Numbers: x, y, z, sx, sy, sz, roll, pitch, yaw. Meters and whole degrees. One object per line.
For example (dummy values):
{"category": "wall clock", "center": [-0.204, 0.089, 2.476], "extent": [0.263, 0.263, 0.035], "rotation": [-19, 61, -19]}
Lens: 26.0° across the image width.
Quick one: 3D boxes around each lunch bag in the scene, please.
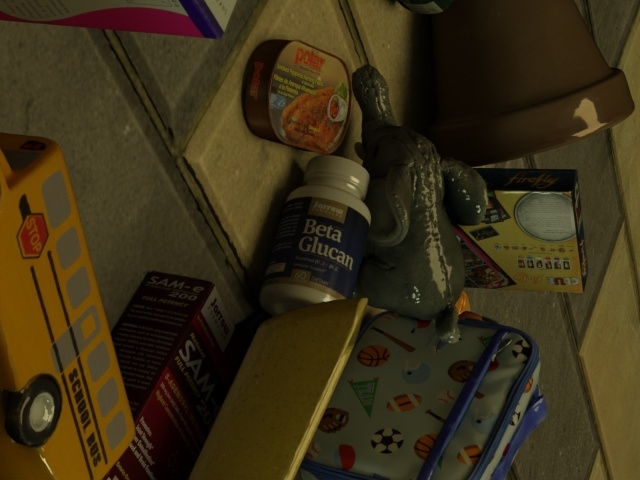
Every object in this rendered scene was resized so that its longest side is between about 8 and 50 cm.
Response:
{"category": "lunch bag", "center": [0.124, 0.203, 1.606], "extent": [0.303, 0.243, 0.115], "rotation": [-54, 144, -41]}

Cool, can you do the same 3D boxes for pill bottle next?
{"category": "pill bottle", "center": [0.000, 0.000, 1.455], "extent": [0.094, 0.094, 0.169], "rotation": [53, 46, -56]}

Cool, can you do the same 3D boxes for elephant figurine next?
{"category": "elephant figurine", "center": [0.095, -0.044, 1.537], "extent": [0.169, 0.186, 0.239], "rotation": [-59, 158, -55]}

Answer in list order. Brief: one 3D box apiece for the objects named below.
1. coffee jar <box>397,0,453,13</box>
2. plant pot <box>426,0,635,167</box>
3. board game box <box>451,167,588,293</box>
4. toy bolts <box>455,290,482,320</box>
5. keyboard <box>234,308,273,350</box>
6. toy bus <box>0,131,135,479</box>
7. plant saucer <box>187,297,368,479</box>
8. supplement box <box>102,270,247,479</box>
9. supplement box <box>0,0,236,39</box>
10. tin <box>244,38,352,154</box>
{"category": "coffee jar", "center": [0.094, -0.324, 1.565], "extent": [0.184, 0.079, 0.096], "rotation": [17, 85, -64]}
{"category": "plant pot", "center": [0.240, -0.236, 1.739], "extent": [0.263, 0.263, 0.229], "rotation": [-31, 108, -57]}
{"category": "board game box", "center": [0.192, -0.013, 1.670], "extent": [0.042, 0.243, 0.165], "rotation": [-68, 153, -43]}
{"category": "toy bolts", "center": [0.214, 0.079, 1.841], "extent": [0.218, 0.159, 0.228], "rotation": [1, 97, -64]}
{"category": "keyboard", "center": [-0.062, 0.172, 1.456], "extent": [0.100, 0.038, 0.192], "rotation": [-32, 125, -57]}
{"category": "toy bus", "center": [-0.232, 0.039, 0.990], "extent": [0.130, 0.108, 0.332], "rotation": [-50, 140, -47]}
{"category": "plant saucer", "center": [-0.064, 0.207, 1.277], "extent": [0.333, 0.081, 0.332], "rotation": [93, 22, -79]}
{"category": "supplement box", "center": [-0.154, 0.160, 1.227], "extent": [0.239, 0.073, 0.130], "rotation": [-64, 149, -33]}
{"category": "supplement box", "center": [-0.162, -0.216, 0.927], "extent": [0.111, 0.220, 0.114], "rotation": [57, 46, -54]}
{"category": "tin", "center": [-0.021, -0.149, 1.439], "extent": [0.190, 0.040, 0.106], "rotation": [11, 92, -64]}
